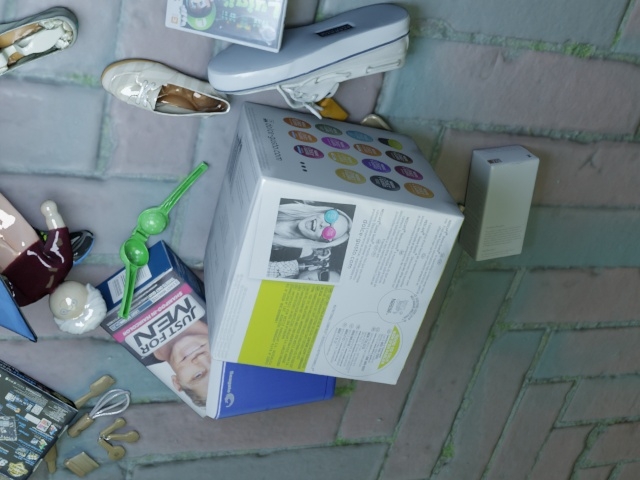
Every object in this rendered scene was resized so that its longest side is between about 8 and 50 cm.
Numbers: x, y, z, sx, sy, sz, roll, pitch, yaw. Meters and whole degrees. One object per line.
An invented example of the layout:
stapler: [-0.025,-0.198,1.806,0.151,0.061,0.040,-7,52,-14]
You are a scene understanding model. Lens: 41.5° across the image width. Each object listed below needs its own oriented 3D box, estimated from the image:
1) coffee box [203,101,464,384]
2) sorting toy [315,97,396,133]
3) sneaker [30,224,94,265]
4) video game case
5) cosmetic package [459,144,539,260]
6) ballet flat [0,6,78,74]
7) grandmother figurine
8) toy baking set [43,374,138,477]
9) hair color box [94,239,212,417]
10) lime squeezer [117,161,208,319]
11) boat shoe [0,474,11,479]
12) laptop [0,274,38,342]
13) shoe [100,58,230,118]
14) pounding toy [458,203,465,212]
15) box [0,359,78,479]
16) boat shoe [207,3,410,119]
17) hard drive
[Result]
coffee box: [0.000,0.000,1.456,0.334,0.338,0.338,10,117,-15]
sorting toy: [0.058,-0.129,1.618,0.229,0.041,0.307,-45,128,8]
sneaker: [-0.485,0.010,1.452,0.188,0.067,0.078,-8,130,-16]
video game case: [-0.141,-0.396,1.308,0.190,0.022,0.173,14,119,4]
cosmetic package: [0.370,-0.078,1.766,0.117,0.085,0.231,-8,122,-19]
ballet flat: [-0.464,-0.289,1.264,0.213,0.068,0.072,-25,128,-7]
grandmother figurine: [-0.492,0.029,1.374,0.208,0.104,0.342,-41,105,16]
toy baking set: [-0.478,0.379,1.725,0.196,0.030,0.256,-14,126,-19]
hair color box: [-0.266,0.179,1.637,0.174,0.105,0.347,-36,129,2]
lime squeezer: [-0.305,-0.011,1.504,0.058,0.110,0.310,32,74,-19]
boat shoe: [-0.670,0.529,1.695,0.092,0.103,0.285,17,109,-26]
laptop: [-0.667,0.015,1.206,0.407,0.236,0.382,-22,116,-2]
shoe: [-0.250,-0.246,1.393,0.219,0.058,0.077,7,118,-28]
pounding toy: [0.191,-0.001,1.717,0.237,0.110,0.183,-19,130,-65]
box: [-0.596,0.332,1.579,0.220,0.051,0.175,39,83,-30]
boat shoe: [-0.011,-0.282,1.442,0.367,0.136,0.157,-23,131,-21]
hard drive: [-0.082,0.231,1.688,0.318,0.040,0.210,1,99,-46]
